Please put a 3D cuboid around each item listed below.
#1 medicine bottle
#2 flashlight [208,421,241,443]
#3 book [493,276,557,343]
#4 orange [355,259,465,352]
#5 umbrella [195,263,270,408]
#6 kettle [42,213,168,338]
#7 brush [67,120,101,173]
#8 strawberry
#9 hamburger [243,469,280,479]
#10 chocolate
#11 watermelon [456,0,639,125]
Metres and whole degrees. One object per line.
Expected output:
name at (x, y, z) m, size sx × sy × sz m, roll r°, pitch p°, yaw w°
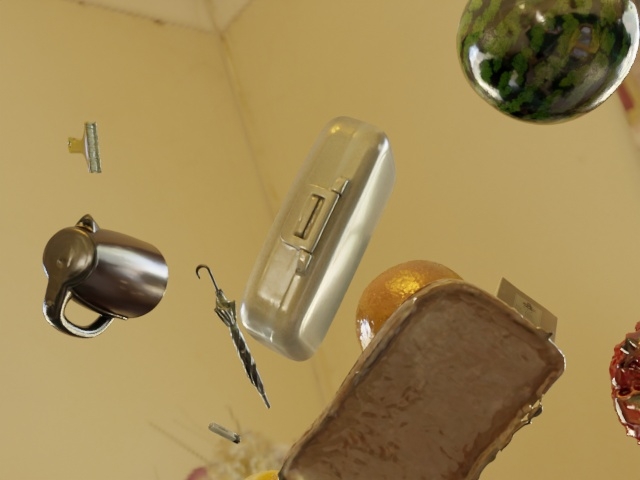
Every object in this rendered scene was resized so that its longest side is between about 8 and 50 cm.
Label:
medicine bottle at (0.000, 0.000, 1.745) m, size 0.123 × 0.375 × 0.282 m, roll 24°, pitch -10°, yaw 12°
flashlight at (-0.214, 0.431, 2.473) m, size 0.083 × 0.018 × 0.018 m, roll 34°, pitch -47°, yaw -30°
book at (0.383, 0.137, 2.067) m, size 0.016 × 0.138 × 0.198 m, roll -54°, pitch -4°, yaw 19°
orange at (0.207, 0.178, 2.314) m, size 0.274 × 0.274 × 0.274 m, roll -15°, pitch -24°, yaw -7°
umbrella at (-0.135, 0.158, 1.828) m, size 0.044 × 0.269 × 0.044 m, roll -24°, pitch 6°, yaw 23°
kettle at (-0.388, 0.068, 1.890) m, size 0.144 × 0.202 × 0.232 m, roll 22°, pitch -4°, yaw 24°
brush at (-0.395, -0.156, 1.826) m, size 0.011 × 0.083 × 0.205 m, roll -9°, pitch 10°, yaw -24°
strawberry at (0.549, 0.195, 1.580) m, size 0.261 × 0.261 × 0.257 m, roll -25°, pitch 2°, yaw 15°
hamburger at (-0.083, 0.452, 1.513) m, size 0.151 × 0.227 × 0.295 m, roll -13°, pitch 18°, yaw 26°
chocolate at (0.091, 0.149, 1.001) m, size 0.261 × 0.161 × 0.083 m, roll -51°, pitch 9°, yaw 11°
watermelon at (0.364, -0.329, 1.794) m, size 0.285 × 0.285 × 0.285 m, roll -15°, pitch -24°, yaw -7°
